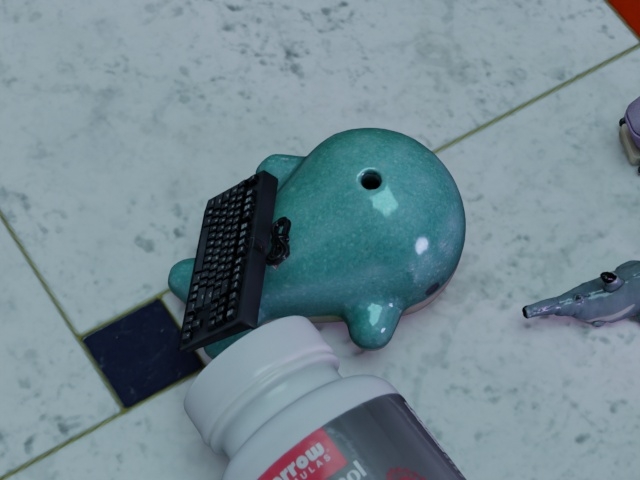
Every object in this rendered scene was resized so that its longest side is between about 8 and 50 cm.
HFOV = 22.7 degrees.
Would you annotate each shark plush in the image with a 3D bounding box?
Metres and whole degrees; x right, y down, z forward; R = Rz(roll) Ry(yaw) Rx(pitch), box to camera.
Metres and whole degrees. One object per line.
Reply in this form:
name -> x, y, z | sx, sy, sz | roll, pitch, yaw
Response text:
shark plush -> 0.261, 0.039, 1.470 | 0.161, 0.067, 0.073 | -2, 61, -7

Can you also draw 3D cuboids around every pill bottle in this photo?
pill bottle -> 0.030, 0.221, 1.283 | 0.176, 0.176, 0.318 | -30, 68, -21

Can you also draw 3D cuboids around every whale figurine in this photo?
whale figurine -> 0.000, 0.000, 1.423 | 0.272, 0.141, 0.216 | -24, 66, -12

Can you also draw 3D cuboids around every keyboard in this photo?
keyboard -> -0.070, 0.011, 1.359 | 0.108, 0.023, 0.180 | -22, 39, 26

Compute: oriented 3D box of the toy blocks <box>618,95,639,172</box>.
toy blocks -> 0.472, -0.071, 1.445 | 0.288, 0.260, 0.309 | -12, 63, -12
